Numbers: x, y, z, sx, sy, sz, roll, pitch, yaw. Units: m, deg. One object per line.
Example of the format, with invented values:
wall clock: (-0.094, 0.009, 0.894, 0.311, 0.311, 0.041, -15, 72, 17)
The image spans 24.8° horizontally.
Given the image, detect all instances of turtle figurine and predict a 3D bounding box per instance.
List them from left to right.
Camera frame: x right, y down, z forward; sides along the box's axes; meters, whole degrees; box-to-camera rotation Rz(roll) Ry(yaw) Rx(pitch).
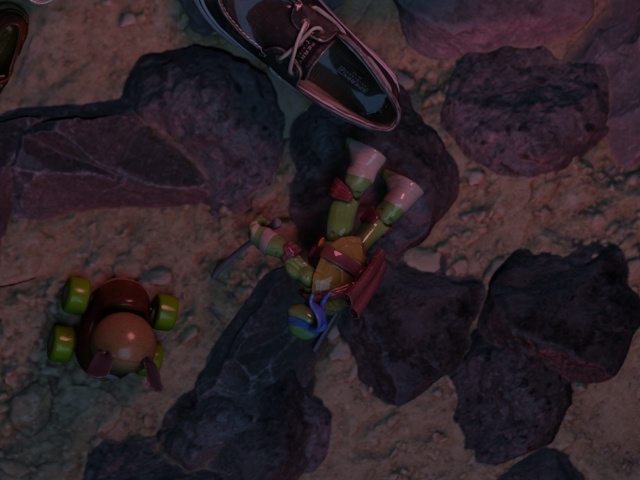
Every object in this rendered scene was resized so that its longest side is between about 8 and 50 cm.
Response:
turtle figurine: (0.000, 0.000, 1.998, 0.197, 0.274, 0.266, 33, 83, -5)

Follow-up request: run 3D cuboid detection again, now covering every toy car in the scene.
toy car: (-0.268, 0.149, 1.942, 0.155, 0.188, 0.149, 12, 112, -21)

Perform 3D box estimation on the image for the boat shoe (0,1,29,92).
boat shoe: (-0.415, -0.209, 1.796, 0.064, 0.060, 0.178, 24, 107, -25)

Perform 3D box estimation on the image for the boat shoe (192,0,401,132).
boat shoe: (-0.016, -0.254, 1.854, 0.335, 0.119, 0.121, 30, 105, -27)

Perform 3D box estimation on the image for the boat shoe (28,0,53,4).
boat shoe: (-0.259, -0.401, 1.725, 0.109, 0.094, 0.302, 29, 105, -26)
